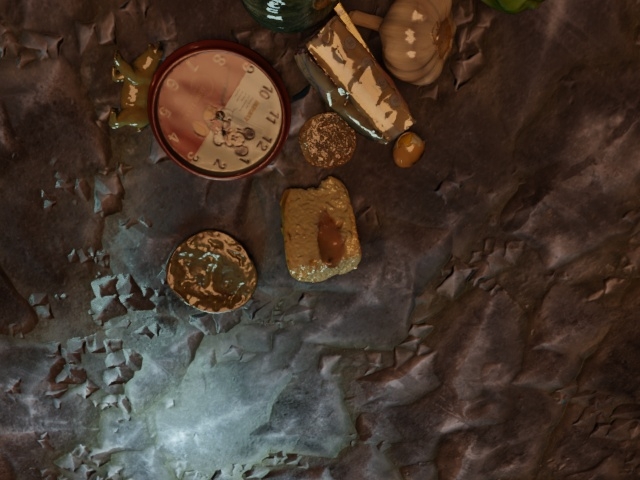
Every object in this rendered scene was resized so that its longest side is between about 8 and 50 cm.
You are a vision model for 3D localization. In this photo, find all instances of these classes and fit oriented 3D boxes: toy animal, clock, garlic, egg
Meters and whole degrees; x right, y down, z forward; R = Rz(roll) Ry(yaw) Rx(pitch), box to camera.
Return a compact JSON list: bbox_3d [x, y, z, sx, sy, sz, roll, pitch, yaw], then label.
[{"bbox_3d":[-0.408,-0.338,1.146,0.100,0.103,0.219,4,116,-23],"label":"toy animal"},{"bbox_3d":[-0.225,-0.284,1.165,0.318,0.080,0.319,-3,119,-5],"label":"clock"},{"bbox_3d":[0.151,-0.424,1.065,0.225,0.199,0.199,19,120,25],"label":"garlic"},{"bbox_3d":[0.202,-0.209,1.203,0.071,0.071,0.083,31,116,-14],"label":"egg"}]

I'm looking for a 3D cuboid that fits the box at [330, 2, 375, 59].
[{"bbox_3d":[0.062,-0.436,1.089,0.020,0.073,0.149,-35,110,6],"label":"box"}]

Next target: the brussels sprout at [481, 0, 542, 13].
[{"bbox_3d":[0.388,-0.552,0.928,0.259,0.294,0.227,-42,92,2],"label":"brussels sprout"}]

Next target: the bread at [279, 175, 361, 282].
[{"bbox_3d":[-0.002,-0.008,1.305,0.183,0.224,0.211,-12,158,0],"label":"bread"}]

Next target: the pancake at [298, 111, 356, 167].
[{"bbox_3d":[0.018,-0.234,1.219,0.139,0.022,0.140,0,116,0],"label":"pancake"}]

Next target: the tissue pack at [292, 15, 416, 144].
[{"bbox_3d":[0.061,-0.317,1.070,0.123,0.215,0.257,-40,109,6],"label":"tissue pack"}]

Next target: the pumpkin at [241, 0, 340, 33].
[{"bbox_3d":[-0.021,-0.543,0.924,0.327,0.291,0.258,-32,91,5],"label":"pumpkin"}]

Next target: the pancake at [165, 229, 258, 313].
[{"bbox_3d":[-0.283,0.080,1.370,0.241,0.050,0.242,-1,109,-4],"label":"pancake"}]
